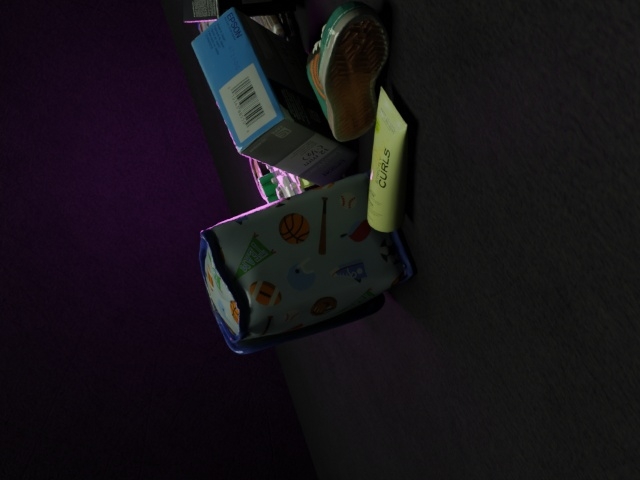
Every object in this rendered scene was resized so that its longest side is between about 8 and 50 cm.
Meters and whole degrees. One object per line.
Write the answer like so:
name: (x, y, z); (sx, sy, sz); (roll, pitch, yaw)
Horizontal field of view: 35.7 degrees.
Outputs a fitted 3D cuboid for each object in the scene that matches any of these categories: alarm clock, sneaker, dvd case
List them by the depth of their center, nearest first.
sneaker: (0.027, -0.267, 1.471); (0.121, 0.108, 0.302); (62, 168, 21)
dvd case: (-0.117, -0.436, 1.966); (0.164, 0.018, 0.221); (94, 154, -61)
alarm clock: (-0.140, -0.191, 2.537); (0.129, 0.064, 0.192); (-150, 40, -74)

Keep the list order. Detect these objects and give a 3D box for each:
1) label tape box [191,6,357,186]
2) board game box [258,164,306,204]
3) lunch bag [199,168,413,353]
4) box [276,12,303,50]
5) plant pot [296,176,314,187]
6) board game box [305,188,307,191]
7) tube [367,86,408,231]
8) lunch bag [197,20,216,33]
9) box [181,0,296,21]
label tape box: (-0.048, -0.237, 1.778); (0.347, 0.115, 0.249); (16, -137, -54)
board game box: (-0.076, -0.087, 2.216); (0.390, 0.050, 0.390); (78, 167, -59)
lunch bag: (-0.042, 0.056, 1.805); (0.385, 0.327, 0.239); (140, 112, -77)
box: (-0.078, -0.429, 1.912); (0.116, 0.029, 0.162); (-151, 42, -74)
plant pot: (-0.025, -0.157, 1.936); (0.079, 0.083, 0.083); (60, 173, -19)
board game box: (0.000, 0.000, 2.276); (0.136, 0.030, 0.260); (88, 160, -51)
tube: (0.103, -0.114, 1.505); (0.070, 0.062, 0.240); (22, 142, 17)
lunch bag: (-0.219, -0.486, 2.298); (0.303, 0.114, 0.243); (154, 99, -78)
box: (-0.152, -0.446, 1.791); (0.158, 0.156, 0.093); (15, 115, 57)
